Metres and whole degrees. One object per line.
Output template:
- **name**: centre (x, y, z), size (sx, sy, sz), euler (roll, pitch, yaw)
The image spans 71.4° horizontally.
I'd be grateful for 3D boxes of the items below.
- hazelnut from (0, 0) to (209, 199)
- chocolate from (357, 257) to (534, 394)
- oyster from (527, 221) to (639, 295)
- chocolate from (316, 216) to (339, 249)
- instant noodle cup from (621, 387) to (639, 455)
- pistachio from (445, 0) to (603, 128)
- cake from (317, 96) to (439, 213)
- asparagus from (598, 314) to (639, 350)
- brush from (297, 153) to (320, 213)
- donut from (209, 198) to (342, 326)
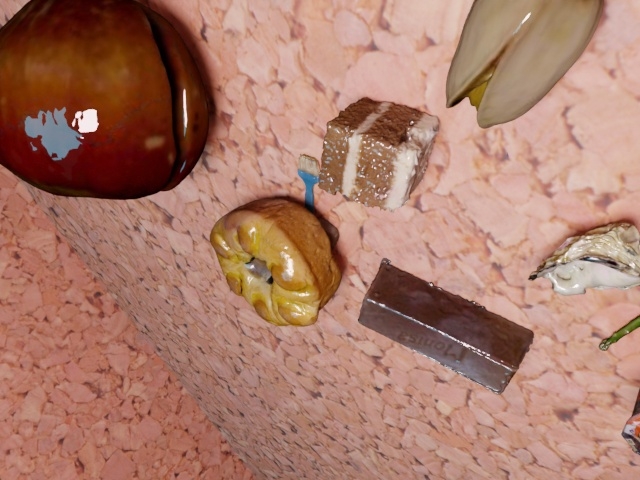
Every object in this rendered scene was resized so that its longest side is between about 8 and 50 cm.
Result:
- **hazelnut**: centre (-0.433, -0.254, 0.838), size (0.429, 0.402, 0.402), euler (23, 138, 40)
- **chocolate**: centre (0.219, 0.163, 0.851), size (0.321, 0.112, 0.112), euler (26, 135, 21)
- **oyster**: centre (0.402, 0.030, 0.623), size (0.191, 0.081, 0.163), euler (10, 156, 15)
- **chocolate**: centre (0.000, 0.000, 0.959), size (0.064, 0.031, 0.100), euler (39, 142, 14)
- **instant noodle cup**: centre (0.519, 0.242, 0.644), size (0.127, 0.135, 0.127), euler (23, 135, 24)
- **pistachio**: centre (0.218, -0.218, 0.506), size (0.129, 0.131, 0.206), euler (41, 146, 16)
- **cake**: centre (0.090, -0.131, 0.691), size (0.147, 0.135, 0.134), euler (25, 137, 14)
- **asparagus**: centre (0.473, 0.136, 0.685), size (0.127, 0.018, 0.015), euler (107, 145, -47)
- **brush**: centre (-0.023, -0.098, 0.905), size (0.051, 0.014, 0.164), euler (26, 138, 24)
- **donut**: centre (-0.100, 0.044, 0.958), size (0.317, 0.150, 0.299), euler (35, 146, 27)
